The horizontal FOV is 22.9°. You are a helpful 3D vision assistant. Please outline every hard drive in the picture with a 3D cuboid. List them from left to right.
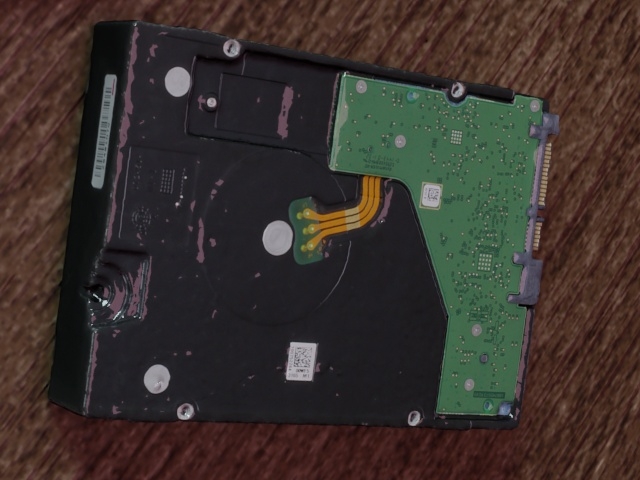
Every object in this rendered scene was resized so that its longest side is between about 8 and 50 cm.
[{"bbox_3d":[0.000,0.000,1.018,0.338,0.064,0.237,5,93,-34],"label":"hard drive"}]
